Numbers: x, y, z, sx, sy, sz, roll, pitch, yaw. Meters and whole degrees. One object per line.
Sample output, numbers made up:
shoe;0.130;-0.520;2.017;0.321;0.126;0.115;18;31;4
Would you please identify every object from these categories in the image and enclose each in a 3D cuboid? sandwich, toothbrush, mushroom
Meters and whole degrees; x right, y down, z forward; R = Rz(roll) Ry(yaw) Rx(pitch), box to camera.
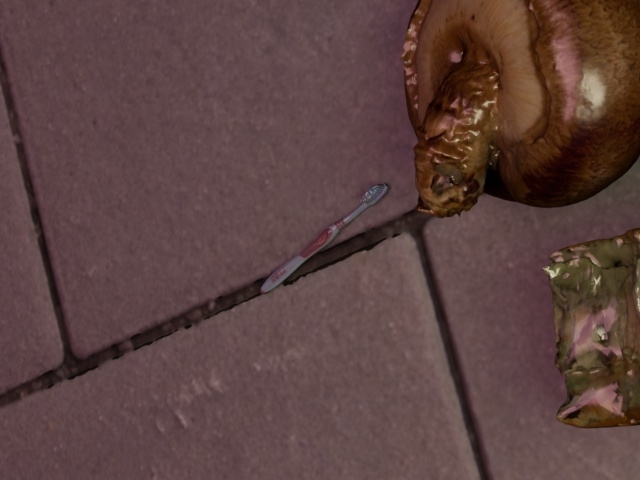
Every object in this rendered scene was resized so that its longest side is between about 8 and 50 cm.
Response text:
sandwich;0.314;0.064;1.418;0.227;0.198;0.155;-12;82;38
toothbrush;0.000;0.000;1.785;0.193;0.019;0.013;-41;66;33
mushroom;0.175;-0.142;1.529;0.297;0.163;0.278;32;104;60
